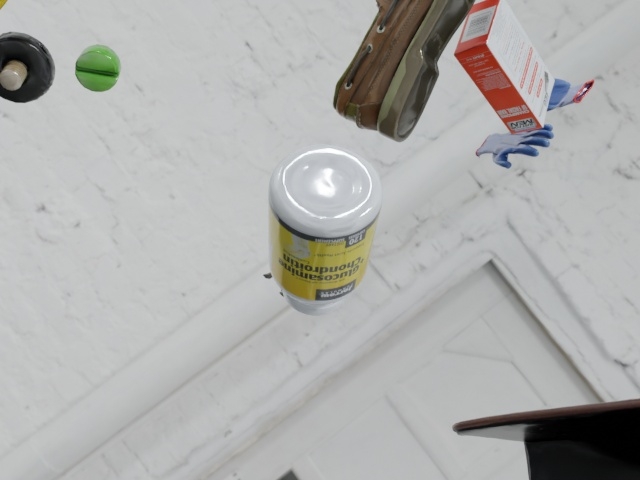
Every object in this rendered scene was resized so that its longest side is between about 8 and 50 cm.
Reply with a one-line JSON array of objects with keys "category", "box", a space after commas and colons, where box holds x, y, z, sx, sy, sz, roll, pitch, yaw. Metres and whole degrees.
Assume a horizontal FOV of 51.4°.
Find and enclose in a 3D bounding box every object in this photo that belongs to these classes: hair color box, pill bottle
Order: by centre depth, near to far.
[{"category": "pill bottle", "box": [0.000, 0.000, 0.656, 0.103, 0.103, 0.184, 51, -23, 26]}, {"category": "hair color box", "box": [0.252, -0.234, 0.900, 0.053, 0.093, 0.167, -7, -37, 45]}]

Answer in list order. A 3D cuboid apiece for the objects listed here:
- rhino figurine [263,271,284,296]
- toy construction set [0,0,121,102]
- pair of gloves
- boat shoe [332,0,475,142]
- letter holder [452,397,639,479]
[{"category": "rhino figurine", "box": [-0.032, 0.039, 1.048, 0.106, 0.073, 0.243, 48, -29, 8]}, {"category": "toy construction set", "box": [-0.315, -0.179, 0.416, 0.237, 0.258, 0.308, -108, 179, -57]}, {"category": "pair of gloves", "box": [0.325, -0.187, 1.037, 0.023, 0.198, 0.159, 45, -13, -20]}, {"category": "boat shoe", "box": [0.110, -0.275, 0.782, 0.105, 0.307, 0.111, 27, 2, 21]}, {"category": "letter holder", "box": [0.194, 0.154, 0.338, 0.215, 0.302, 0.151, 21, 60, -38]}]
